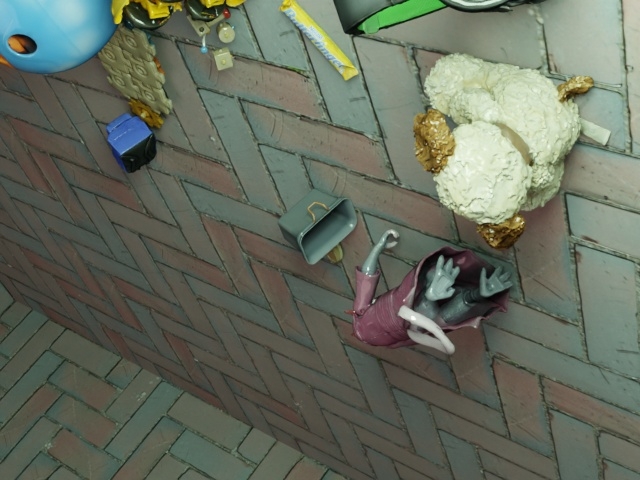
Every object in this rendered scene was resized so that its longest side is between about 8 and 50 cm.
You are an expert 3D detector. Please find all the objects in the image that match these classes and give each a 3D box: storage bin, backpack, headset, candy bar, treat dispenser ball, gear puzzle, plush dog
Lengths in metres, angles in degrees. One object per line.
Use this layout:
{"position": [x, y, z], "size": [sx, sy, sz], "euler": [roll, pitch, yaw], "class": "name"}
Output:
{"position": [-0.014, -0.039, 1.907], "size": [0.091, 0.135, 0.098], "euler": [31, 155, 39], "class": "storage bin"}
{"position": [-0.411, -0.213, 2.187], "size": [0.101, 0.098, 0.120], "euler": [54, 168, 19], "class": "backpack"}
{"position": [0.203, -0.290, 1.084], "size": [0.394, 0.243, 0.185], "euler": [-19, 94, 34], "class": "headset"}
{"position": [-0.003, -0.315, 1.568], "size": [0.161, 0.018, 0.040], "euler": [45, 154, -13], "class": "candy bar"}
{"position": [-0.477, -0.429, 1.701], "size": [0.288, 0.288, 0.288], "euler": [31, 153, 18], "class": "treat dispenser ball"}
{"position": [-0.360, -0.334, 1.991], "size": [0.175, 0.044, 0.339], "euler": [28, 155, 20], "class": "gear puzzle"}
{"position": [0.240, -0.116, 1.325], "size": [0.262, 0.225, 0.210], "euler": [48, 153, -16], "class": "plush dog"}

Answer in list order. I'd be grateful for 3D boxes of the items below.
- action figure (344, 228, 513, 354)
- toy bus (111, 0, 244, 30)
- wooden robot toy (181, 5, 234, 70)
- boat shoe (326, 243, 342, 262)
{"position": [0.166, 0.141, 1.817], "size": [0.248, 0.276, 0.370], "euler": [41, 141, -18], "class": "action figure"}
{"position": [-0.219, -0.440, 1.502], "size": [0.149, 0.220, 0.212], "euler": [-25, 80, 62], "class": "toy bus"}
{"position": [-0.192, -0.378, 1.691], "size": [0.173, 0.076, 0.079], "euler": [57, -176, -33], "class": "wooden robot toy"}
{"position": [0.000, 0.000, 2.036], "size": [0.050, 0.045, 0.135], "euler": [10, 141, 46], "class": "boat shoe"}
